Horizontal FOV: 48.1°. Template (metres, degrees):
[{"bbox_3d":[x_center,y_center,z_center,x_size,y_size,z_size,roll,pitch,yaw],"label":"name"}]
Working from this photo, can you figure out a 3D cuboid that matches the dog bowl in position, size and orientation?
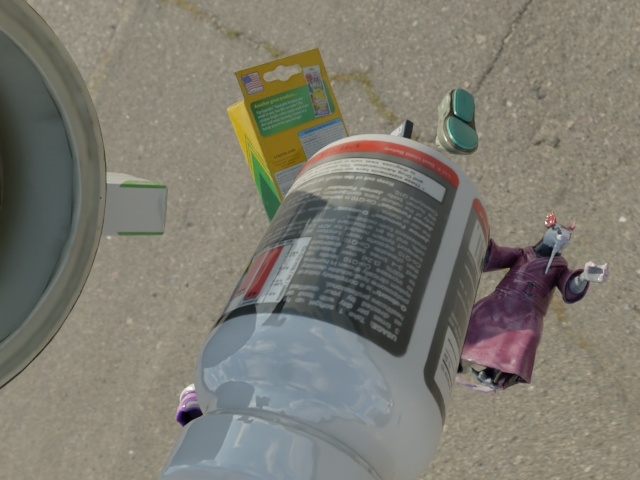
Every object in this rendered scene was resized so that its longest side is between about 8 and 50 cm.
[{"bbox_3d":[-0.393,-0.047,0.640,0.151,0.408,0.407,7,85,28],"label":"dog bowl"}]

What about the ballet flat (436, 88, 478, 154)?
[{"bbox_3d":[0.226,-0.184,1.210,0.068,0.072,0.213,-53,11,37],"label":"ballet flat"}]

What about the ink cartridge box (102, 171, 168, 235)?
[{"bbox_3d":[-0.389,-0.069,1.273,0.219,0.160,0.092,16,104,55],"label":"ink cartridge box"}]

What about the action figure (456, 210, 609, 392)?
[{"bbox_3d":[0.393,0.118,1.356,0.248,0.275,0.370,28,76,32],"label":"action figure"}]

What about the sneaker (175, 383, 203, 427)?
[{"bbox_3d":[-0.214,0.406,1.492,0.236,0.104,0.095,43,102,3],"label":"sneaker"}]

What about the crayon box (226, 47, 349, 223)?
[{"bbox_3d":[-0.046,-0.191,1.407,0.083,0.203,0.322,-5,107,57],"label":"crayon box"}]

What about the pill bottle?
[{"bbox_3d":[0.017,0.087,0.629,0.210,0.210,0.362,-16,33,36],"label":"pill bottle"}]

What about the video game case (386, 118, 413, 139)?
[{"bbox_3d":[0.117,-0.106,1.545,0.196,0.026,0.274,-33,39,56],"label":"video game case"}]
